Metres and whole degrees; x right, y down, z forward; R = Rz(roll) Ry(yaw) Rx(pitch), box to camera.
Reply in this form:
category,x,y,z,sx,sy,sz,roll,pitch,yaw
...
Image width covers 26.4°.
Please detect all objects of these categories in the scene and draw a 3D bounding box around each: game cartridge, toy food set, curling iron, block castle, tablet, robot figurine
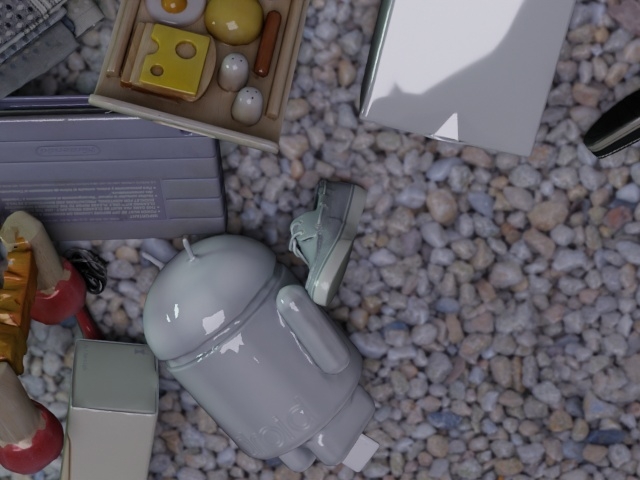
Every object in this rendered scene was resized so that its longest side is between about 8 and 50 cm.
category,x,y,z,sx,sy,sz,roll,pitch,yaw
game cartridge,-0.298,-0.088,1.681,0.355,0.068,0.230,-1,145,1
toy food set,-0.126,-0.259,1.574,0.219,0.306,0.092,14,155,-5
curling iron,-0.287,0.136,1.826,0.068,0.035,0.274,-13,109,6
block castle,-0.532,0.136,1.677,0.453,0.303,0.213,-3,143,7
tablet,0.034,0.283,1.893,0.083,0.006,0.054,33,107,-10
robot figurine,-0.085,0.135,1.735,0.300,0.200,0.353,-25,112,46

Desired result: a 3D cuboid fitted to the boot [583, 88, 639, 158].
category,x,y,z,sx,sy,sz,roll,pitch,yaw
boot,0.468,-0.119,1.700,0.236,0.085,0.179,-30,109,10

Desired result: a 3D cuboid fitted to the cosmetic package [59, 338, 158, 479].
category,x,y,z,sx,sy,sz,roll,pitch,yaw
cosmetic package,-0.287,0.302,1.796,0.113,0.160,0.309,6,117,-10

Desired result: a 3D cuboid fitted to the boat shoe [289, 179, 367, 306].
category,x,y,z,sx,sy,sz,roll,pitch,yaw
boat shoe,0.000,-0.001,1.678,0.081,0.227,0.079,16,125,2

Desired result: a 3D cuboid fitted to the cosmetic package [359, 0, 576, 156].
category,x,y,z,sx,sy,sz,roll,pitch,yaw
cosmetic package,0.189,-0.311,1.597,0.217,0.156,0.385,14,111,-4

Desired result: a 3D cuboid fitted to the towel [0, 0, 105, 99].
category,x,y,z,sx,sy,sz,roll,pitch,yaw
towel,-0.445,-0.298,1.558,0.312,0.056,0.324,-42,100,-23
